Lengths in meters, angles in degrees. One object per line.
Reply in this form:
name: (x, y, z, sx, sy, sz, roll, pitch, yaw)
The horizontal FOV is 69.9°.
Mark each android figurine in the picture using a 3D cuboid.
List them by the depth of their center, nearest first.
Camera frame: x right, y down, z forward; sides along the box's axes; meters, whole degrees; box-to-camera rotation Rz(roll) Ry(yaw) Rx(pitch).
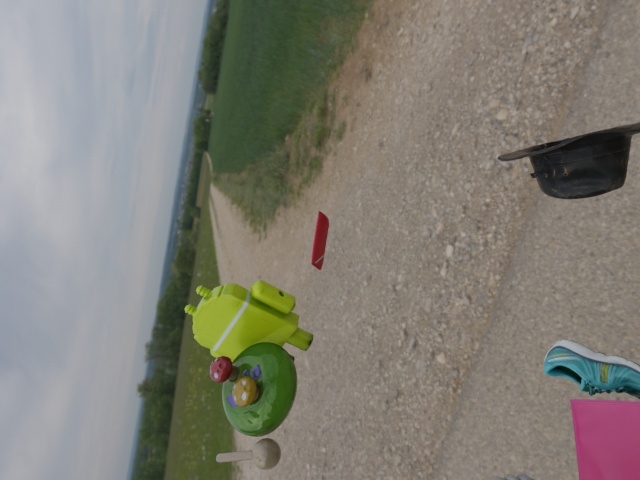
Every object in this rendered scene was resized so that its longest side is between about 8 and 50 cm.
android figurine: (-0.161, 0.190, 1.001, 0.248, 0.273, 0.056, -56, 13, 28)

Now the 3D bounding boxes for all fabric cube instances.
fabric cube: (0.741, 0.501, 1.020, 0.254, 0.259, 0.258, -15, 62, 40)

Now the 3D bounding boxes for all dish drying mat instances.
dish drying mat: (0.000, 0.000, 0.685, 0.008, 0.032, 0.083, -3, 66, 30)

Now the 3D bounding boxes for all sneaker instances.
sneaker: (0.706, 0.350, 1.152, 0.275, 0.110, 0.107, 14, 137, 48)

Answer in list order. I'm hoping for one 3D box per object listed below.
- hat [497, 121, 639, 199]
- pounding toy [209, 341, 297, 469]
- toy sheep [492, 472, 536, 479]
hat: (0.560, -0.161, 0.985, 0.331, 0.331, 0.134, -172, 70, -74)
pounding toy: (-0.151, 0.302, 0.880, 0.183, 0.110, 0.236, -13, 58, 34)
toy sheep: (0.244, 0.337, 0.567, 0.091, 0.132, 0.091, 163, 90, -84)
